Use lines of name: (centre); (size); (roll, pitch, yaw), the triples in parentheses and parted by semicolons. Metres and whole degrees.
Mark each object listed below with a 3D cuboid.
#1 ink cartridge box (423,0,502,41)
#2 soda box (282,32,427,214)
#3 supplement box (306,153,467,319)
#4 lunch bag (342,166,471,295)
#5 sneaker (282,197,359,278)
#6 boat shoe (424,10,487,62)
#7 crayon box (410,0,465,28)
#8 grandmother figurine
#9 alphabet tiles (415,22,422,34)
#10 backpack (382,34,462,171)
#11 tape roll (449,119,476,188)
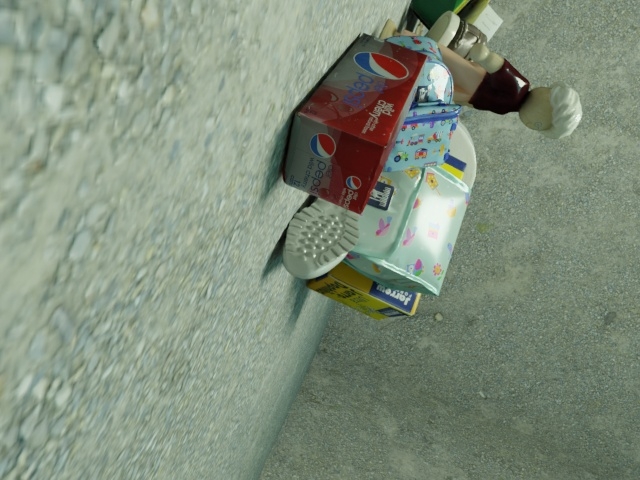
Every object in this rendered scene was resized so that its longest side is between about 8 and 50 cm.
ink cartridge box: (0.323, -0.490, 1.344); (0.239, 0.060, 0.275); (-53, -162, -9)
soda box: (0.047, -0.142, 0.639); (0.263, 0.092, 0.083); (-62, 173, -50)
supplement box: (0.140, -0.030, 1.247); (0.356, 0.195, 0.194); (-67, -171, -16)
lunch bag: (0.119, -0.048, 1.020); (0.160, 0.262, 0.223); (4, -112, 54)
sneaker: (0.000, 0.000, 0.799); (0.095, 0.090, 0.235); (-61, 178, 30)
boat shoe: (0.213, -0.320, 1.204); (0.324, 0.097, 0.116); (-52, -157, 45)
crayon box: (0.330, -0.574, 1.192); (0.318, 0.081, 0.202); (-44, -177, 19)
grandmother figurine: (0.258, -0.254, 0.948); (0.208, 0.342, 0.104); (-29, 139, -81)
alphabet tiles: (0.267, -0.552, 1.656); (0.198, 0.009, 0.237); (-59, 170, -58)
backpack: (0.128, -0.203, 0.846); (0.117, 0.158, 0.173); (-123, -145, -46)
tape roll: (0.261, -0.200, 1.506); (0.100, 0.286, 0.286); (-59, 169, -65)
